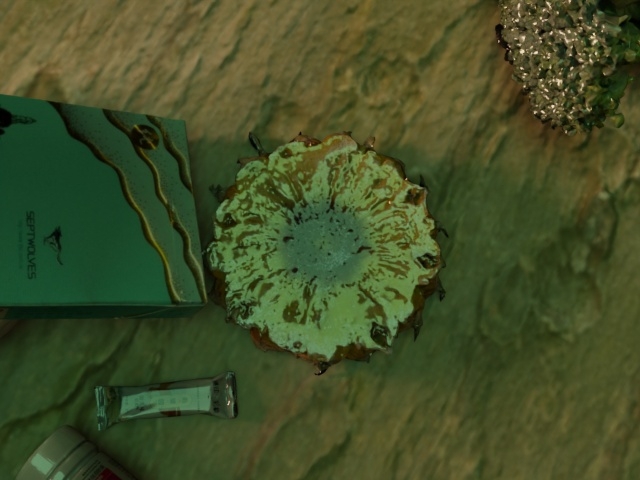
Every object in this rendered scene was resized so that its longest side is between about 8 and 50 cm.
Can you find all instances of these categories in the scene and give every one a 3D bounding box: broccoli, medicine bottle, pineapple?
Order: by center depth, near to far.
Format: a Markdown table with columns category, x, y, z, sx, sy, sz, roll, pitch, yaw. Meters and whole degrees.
| category | x | y | z | sx | sy | sz | roll | pitch | yaw |
| --- | --- | --- | --- | --- | --- | --- | --- | --- | --- |
| medicine bottle | -0.172 | 0.187 | 0.518 | 0.091 | 0.058 | 0.058 | 37 | 81 | 4 |
| broccoli | 0.312 | -0.175 | 0.546 | 0.361 | 0.221 | 0.252 | 31 | 45 | 3 |
| pineapple | 0.000 | 0.000 | 0.564 | 0.221 | 0.047 | 0.221 | 0 | 80 | -1 |

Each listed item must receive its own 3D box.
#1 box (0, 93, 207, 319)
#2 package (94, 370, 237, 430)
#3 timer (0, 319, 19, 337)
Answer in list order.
| category | x | y | z | sx | sy | sz | roll | pitch | yaw |
| --- | --- | --- | --- | --- | --- | --- | --- | --- | --- |
| box | -0.200 | -0.024 | 0.497 | 0.229 | 0.041 | 0.162 | 2 | 66 | -33 |
| package | -0.121 | 0.127 | 0.553 | 0.110 | 0.015 | 0.037 | -5 | 75 | -4 |
| timer | -0.358 | 0.005 | 0.528 | 0.262 | 0.087 | 0.237 | -28 | 83 | -9 |
